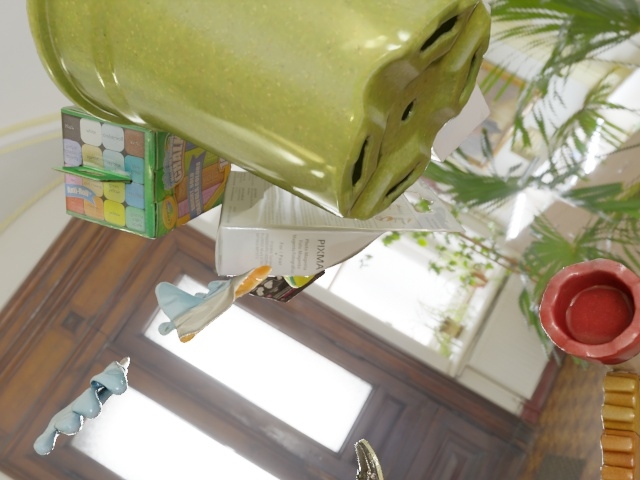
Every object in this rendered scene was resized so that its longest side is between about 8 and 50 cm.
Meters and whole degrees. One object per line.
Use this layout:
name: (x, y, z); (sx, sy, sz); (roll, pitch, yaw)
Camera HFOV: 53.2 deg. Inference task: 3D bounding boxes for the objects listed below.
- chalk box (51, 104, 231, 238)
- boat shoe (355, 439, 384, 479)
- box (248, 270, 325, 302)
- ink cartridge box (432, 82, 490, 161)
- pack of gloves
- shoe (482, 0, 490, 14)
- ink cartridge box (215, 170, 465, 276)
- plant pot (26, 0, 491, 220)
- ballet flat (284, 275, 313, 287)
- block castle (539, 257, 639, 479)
chalk box: (-0.213, -0.090, 0.755); (0.213, 0.132, 0.132); (-39, -40, -57)
boat shoe: (0.088, 0.441, 1.157); (0.049, 0.152, 0.056); (-13, -15, -20)
box: (-0.104, 0.001, 1.557); (0.163, 0.142, 0.247); (-38, 47, 36)
ink cartridge box: (0.220, -0.321, 1.383); (0.168, 0.232, 0.171); (-44, 36, -9)
pack of gloves: (-0.151, 0.078, 0.523); (0.195, 0.046, 0.232); (-39, 6, -19)
shoe: (0.193, -0.371, 1.005); (0.063, 0.178, 0.081); (-30, -25, -16)
ink cartridge box: (0.011, -0.021, 0.678); (0.189, 0.232, 0.066); (-103, 19, -68)
plant pot: (-0.024, -0.154, 0.488); (0.276, 0.254, 0.276); (-45, -23, -25)
ballet flat: (0.000, 0.000, 1.013); (0.231, 0.077, 0.077); (-47, -46, -53)
block castle: (0.372, 0.157, 0.401); (0.213, 0.453, 0.303); (35, -121, -45)
